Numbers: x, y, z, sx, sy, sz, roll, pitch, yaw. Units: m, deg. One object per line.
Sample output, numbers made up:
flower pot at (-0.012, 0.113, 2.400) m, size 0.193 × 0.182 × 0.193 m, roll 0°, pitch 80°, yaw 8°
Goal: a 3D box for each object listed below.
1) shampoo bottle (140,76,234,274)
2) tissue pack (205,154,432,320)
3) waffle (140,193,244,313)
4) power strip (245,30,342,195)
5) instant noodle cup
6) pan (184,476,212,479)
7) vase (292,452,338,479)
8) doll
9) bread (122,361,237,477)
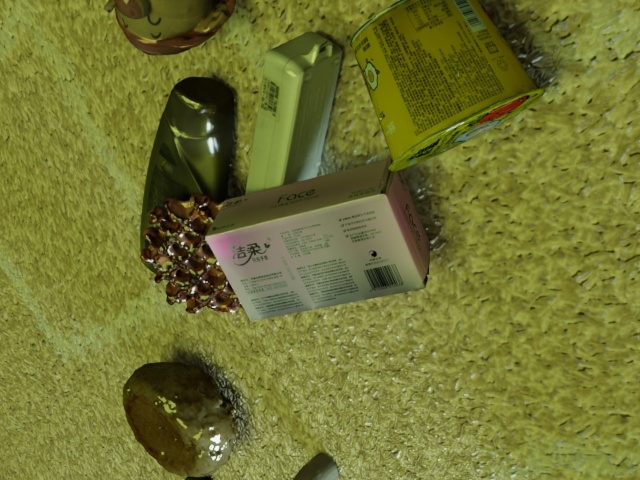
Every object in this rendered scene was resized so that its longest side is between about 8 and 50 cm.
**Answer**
shampoo bottle at (-0.200, -0.086, 1.443) m, size 0.125 × 0.084 × 0.350 m, roll 29°, pitch 133°, yaw 14°
tissue pack at (0.000, 0.000, 1.214) m, size 0.246 × 0.092 × 0.149 m, roll -12°, pitch 121°, yaw 22°
waffle at (-0.156, 0.024, 1.435) m, size 0.221 × 0.055 × 0.234 m, roll 0°, pitch 133°, yaw 13°
power strip at (-0.042, -0.119, 1.256) m, size 0.058 × 0.098 × 0.338 m, roll 32°, pitch 134°, yaw 22°
instant noodle cup at (0.123, -0.176, 1.013) m, size 0.182 × 0.182 × 0.144 m, roll -30°, pitch 83°, yaw 50°
pan at (-0.191, 0.528, 1.871) m, size 0.212 × 0.040 × 0.115 m, roll 31°, pitch 134°, yaw 36°
vase at (-0.020, 0.395, 1.572) m, size 0.053 × 0.100 × 0.053 m, roll 25°, pitch 131°, yaw 32°
doll at (-0.203, -0.349, 1.224) m, size 0.196 × 0.152 × 0.256 m, roll 43°, pitch 144°, yaw 35°
bread at (-0.245, 0.313, 1.722) m, size 0.229 × 0.123 × 0.230 m, roll 22°, pitch 132°, yaw 27°
